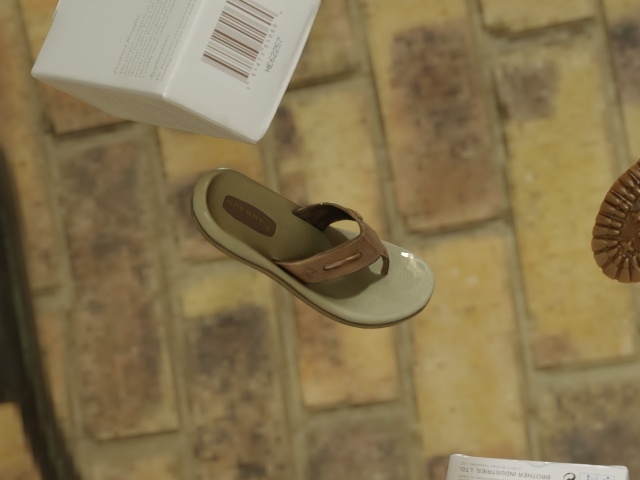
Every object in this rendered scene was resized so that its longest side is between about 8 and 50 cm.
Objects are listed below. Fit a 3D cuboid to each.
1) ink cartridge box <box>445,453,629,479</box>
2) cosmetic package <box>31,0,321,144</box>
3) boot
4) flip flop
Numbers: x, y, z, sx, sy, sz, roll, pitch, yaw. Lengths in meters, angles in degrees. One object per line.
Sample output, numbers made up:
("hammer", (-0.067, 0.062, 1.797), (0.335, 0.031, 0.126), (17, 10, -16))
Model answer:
("ink cartridge box", (0.196, 0.361, 1.883), (0.065, 0.185, 0.311), (74, 24, -49))
("cosmetic package", (-0.105, -0.142, 1.326), (0.085, 0.231, 0.117), (26, 86, -30))
("boot", (0.221, -0.045, 1.145), (0.158, 0.059, 0.084), (-59, 169, 18))
("flip flop", (0.000, 0.000, 1.942), (0.277, 0.080, 0.112), (29, 50, -17))
